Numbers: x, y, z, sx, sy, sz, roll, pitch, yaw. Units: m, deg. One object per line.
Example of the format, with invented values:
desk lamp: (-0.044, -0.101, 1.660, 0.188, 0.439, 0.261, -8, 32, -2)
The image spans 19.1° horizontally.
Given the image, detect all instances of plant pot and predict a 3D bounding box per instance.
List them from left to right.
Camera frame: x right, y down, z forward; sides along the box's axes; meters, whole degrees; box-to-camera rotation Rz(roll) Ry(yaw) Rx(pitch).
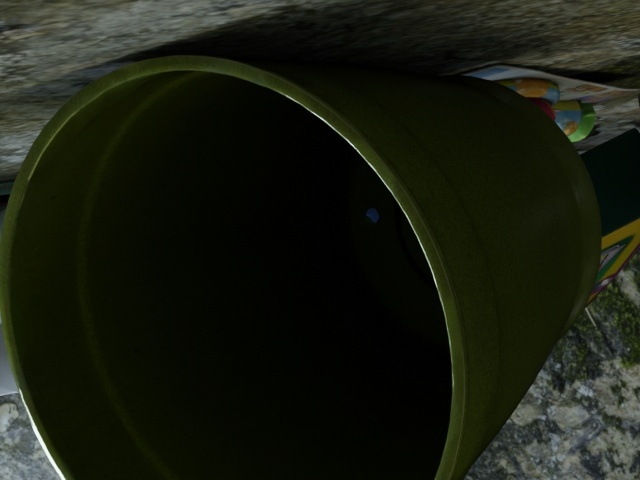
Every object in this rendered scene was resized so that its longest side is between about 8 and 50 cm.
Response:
plant pot: (0.024, 0.026, 1.361, 0.366, 0.366, 0.353, -12, -174, 35)

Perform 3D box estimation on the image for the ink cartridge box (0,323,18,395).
ink cartridge box: (-0.413, 0.132, 2.275, 0.201, 0.117, 0.278, -10, 178, 3)

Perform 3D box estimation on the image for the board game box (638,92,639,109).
board game box: (0.416, -0.031, 1.861, 0.141, 0.232, 0.291, -10, 176, 16)

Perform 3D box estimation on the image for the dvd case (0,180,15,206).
dvd case: (-0.292, -0.040, 1.764, 0.087, 0.013, 0.119, -9, 176, 6)

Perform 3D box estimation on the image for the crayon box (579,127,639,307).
crayon box: (0.191, 0.053, 2.116, 0.313, 0.106, 0.363, -24, 162, -26)

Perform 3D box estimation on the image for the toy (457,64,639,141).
toy: (0.159, -0.102, 1.597, 0.137, 0.056, 0.237, -14, 173, 36)

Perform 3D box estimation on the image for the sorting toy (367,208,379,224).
sorting toy: (0.000, 0.000, 1.831, 0.126, 0.127, 0.365, -51, -172, -14)

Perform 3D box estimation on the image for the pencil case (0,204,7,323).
pencil case: (-0.295, 0.021, 1.725, 0.273, 0.113, 0.124, -10, -170, 12)
